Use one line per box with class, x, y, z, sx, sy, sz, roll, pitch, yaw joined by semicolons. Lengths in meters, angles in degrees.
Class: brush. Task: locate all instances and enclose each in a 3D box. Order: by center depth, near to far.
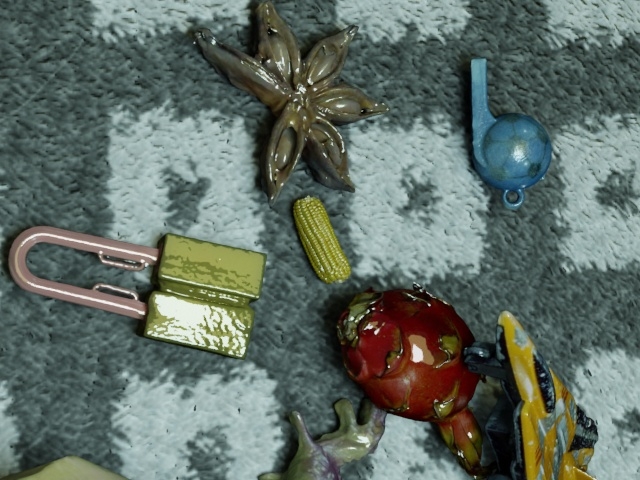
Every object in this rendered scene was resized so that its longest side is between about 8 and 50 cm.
brush;-0.173;0.038;1.120;0.233;0.047;0.103;14;79;-17

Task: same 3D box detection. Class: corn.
corn;0.000;0.000;1.193;0.037;0.037;0.092;-22;93;-21

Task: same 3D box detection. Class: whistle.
whistle;0.198;-0.110;1.255;0.090;0.090;0.158;3;82;-20

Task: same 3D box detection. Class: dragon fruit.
dragon fruit;0.108;0.144;1.182;0.125;0.125;0.246;-33;107;-4

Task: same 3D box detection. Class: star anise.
star anise;-0.018;-0.138;1.192;0.171;0.063;0.208;-24;89;-25

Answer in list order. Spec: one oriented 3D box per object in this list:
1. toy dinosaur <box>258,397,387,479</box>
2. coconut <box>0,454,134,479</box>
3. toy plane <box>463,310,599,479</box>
toy dinosaur;0.013;0.261;1.117;0.199;0.072;0.251;-2;47;-20
coconut;-0.187;0.339;0.941;0.352;0.352;0.353;2;83;-20
toy plane;0.197;0.177;1.149;0.204;0.103;0.316;-57;131;-34
